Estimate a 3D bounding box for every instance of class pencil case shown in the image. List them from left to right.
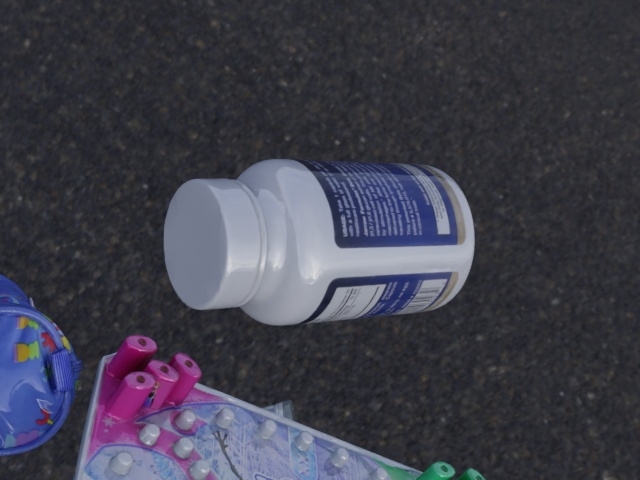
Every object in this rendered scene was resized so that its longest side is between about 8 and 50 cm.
[{"bbox_3d":[-0.303,0.099,0.837,0.133,0.306,0.120,-13,100,-24],"label":"pencil case"}]

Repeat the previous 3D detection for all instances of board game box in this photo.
[{"bbox_3d":[-0.001,0.272,0.676,0.389,0.050,0.390,25,31,-20],"label":"board game box"}]

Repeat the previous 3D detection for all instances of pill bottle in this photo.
[{"bbox_3d":[0.000,0.000,0.532,0.169,0.094,0.094,-1,64,-38],"label":"pill bottle"}]

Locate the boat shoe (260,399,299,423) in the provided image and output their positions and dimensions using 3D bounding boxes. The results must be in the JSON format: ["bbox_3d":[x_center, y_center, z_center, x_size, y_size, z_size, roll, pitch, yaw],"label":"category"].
[{"bbox_3d":[-0.080,0.441,1.761,0.103,0.321,0.118,-7,36,0],"label":"boat shoe"}]
